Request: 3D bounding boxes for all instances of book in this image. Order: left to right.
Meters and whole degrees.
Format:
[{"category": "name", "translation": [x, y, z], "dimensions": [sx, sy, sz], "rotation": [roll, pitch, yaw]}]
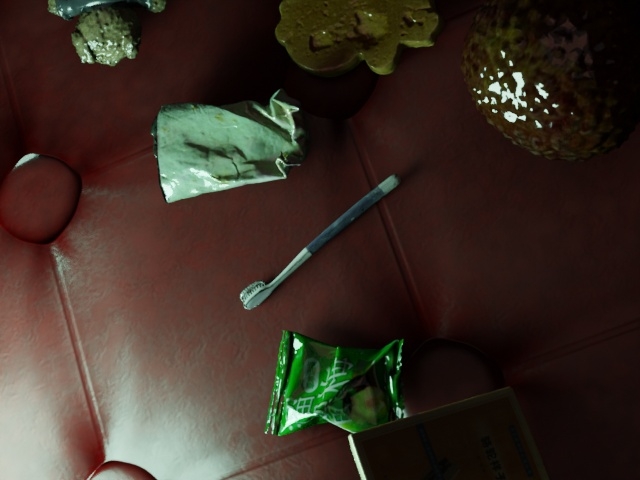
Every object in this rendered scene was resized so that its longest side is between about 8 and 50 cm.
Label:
[{"category": "book", "translation": [0.169, 0.292, 1.341], "dimensions": [0.241, 0.018, 0.170], "rotation": [-13, 72, -23]}]

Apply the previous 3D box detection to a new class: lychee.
[{"category": "lychee", "translation": [0.313, -0.232, 1.376], "dimensions": [0.260, 0.260, 0.261], "rotation": [-3, 77, 14]}]

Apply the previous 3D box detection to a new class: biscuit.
[{"category": "biscuit", "translation": [0.054, -0.320, 1.570], "dimensions": [0.248, 0.035, 0.184], "rotation": [-16, 73, 12]}]

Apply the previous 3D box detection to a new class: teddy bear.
[{"category": "teddy bear", "translation": [-0.336, -0.395, 1.643], "dimensions": [0.181, 0.129, 0.251], "rotation": [-10, 75, 15]}]

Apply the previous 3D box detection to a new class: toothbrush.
[{"category": "toothbrush", "translation": [0.000, 0.000, 1.520], "dimensions": [0.288, 0.024, 0.026], "rotation": [-40, 57, 5]}]

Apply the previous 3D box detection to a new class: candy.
[{"category": "candy", "translation": [0.024, 0.201, 1.441], "dimensions": [0.203, 0.078, 0.141], "rotation": [2, 67, 27]}]

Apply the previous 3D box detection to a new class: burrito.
[{"category": "burrito", "translation": [-0.128, -0.137, 1.553], "dimensions": [0.228, 0.089, 0.144], "rotation": [-6, 90, 14]}]
